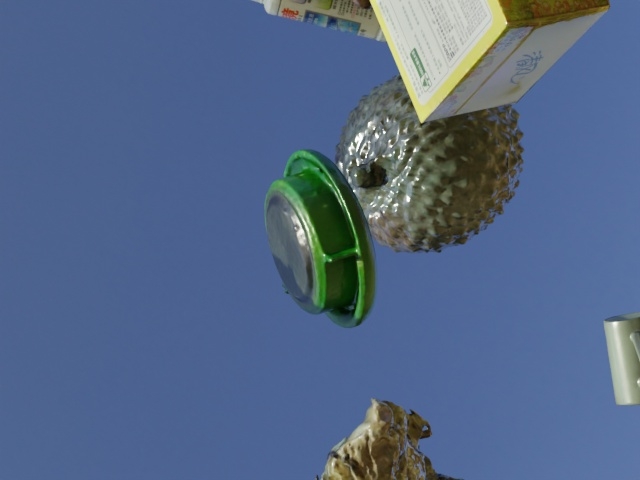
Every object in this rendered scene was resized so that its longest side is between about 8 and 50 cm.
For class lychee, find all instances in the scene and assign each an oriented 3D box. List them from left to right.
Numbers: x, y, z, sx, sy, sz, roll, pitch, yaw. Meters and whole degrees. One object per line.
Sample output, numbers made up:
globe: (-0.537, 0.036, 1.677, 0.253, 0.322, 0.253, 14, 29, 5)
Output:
lychee: (0.148, -0.108, 1.646, 0.274, 0.255, 0.255, -12, -67, -45)

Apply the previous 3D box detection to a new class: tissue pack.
tissue pack: (0.060, -0.157, 0.580, 0.062, 0.095, 0.176, -14, -107, -25)

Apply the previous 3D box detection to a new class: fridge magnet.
fridge magnet: (0.000, 0.000, 1.357, 0.088, 0.208, 0.208, -16, -66, -20)

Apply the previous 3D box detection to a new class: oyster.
oyster: (0.115, 0.356, 1.716, 0.238, 0.115, 0.351, -42, -52, -30)

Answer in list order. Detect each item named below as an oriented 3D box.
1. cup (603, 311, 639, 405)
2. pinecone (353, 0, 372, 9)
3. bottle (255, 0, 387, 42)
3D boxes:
cup: (0.299, 0.114, 1.160, 0.075, 0.054, 0.083, -12, -89, -60)
pinecone: (0.085, -0.228, 0.777, 0.208, 0.208, 0.207, -10, -69, -27)
bottle: (-0.023, -0.266, 1.306, 0.217, 0.060, 0.060, 14, -80, -6)
